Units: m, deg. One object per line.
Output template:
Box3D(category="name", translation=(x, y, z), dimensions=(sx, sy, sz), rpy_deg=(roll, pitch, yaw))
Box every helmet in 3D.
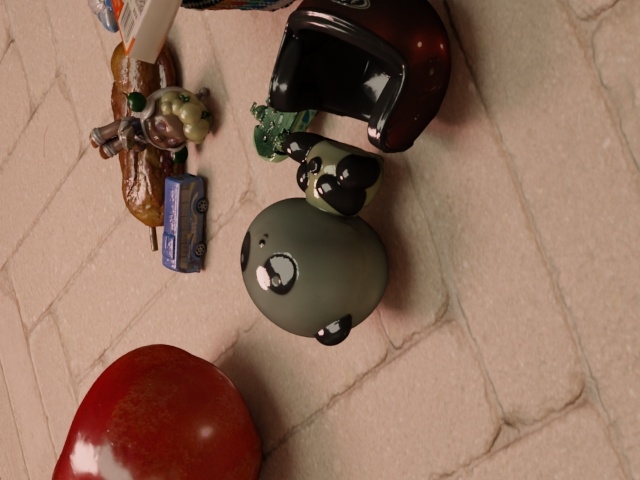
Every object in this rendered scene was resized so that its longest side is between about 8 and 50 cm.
Box3D(category="helmet", translation=(0.052, -0.203, 1.658), dimensions=(0.189, 0.193, 0.216), rpy_deg=(25, 157, 31))

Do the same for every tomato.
Box3D(category="tomato", translation=(-0.235, 0.327, 2.112), dimensions=(0.293, 0.290, 0.325), rpy_deg=(44, 131, 17))

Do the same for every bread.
Box3D(category="bread", translation=(-0.275, -0.152, 2.282), dimensions=(0.124, 0.084, 0.344), rpy_deg=(8, 103, 56))

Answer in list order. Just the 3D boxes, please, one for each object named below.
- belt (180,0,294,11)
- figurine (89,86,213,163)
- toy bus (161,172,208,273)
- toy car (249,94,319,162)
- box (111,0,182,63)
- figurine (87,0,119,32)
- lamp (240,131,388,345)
Box3D(category="belt", translation=(-0.107, -0.404, 1.913), dimensions=(0.257, 0.150, 0.207), rpy_deg=(13, 101, 59))
Box3D(category="figurine", translation=(-0.251, -0.167, 2.179), dimensions=(0.197, 0.147, 0.093), rpy_deg=(-26, 42, 14))
Box3D(category="toy bus", translation=(-0.209, -0.025, 2.222), dimensions=(0.051, 0.061, 0.153), rpy_deg=(21, 111, 49))
Box3D(category="toy car", translation=(-0.032, -0.187, 1.921), dimensions=(0.093, 0.058, 0.186), rpy_deg=(52, 124, 41))
Box3D(category="box", translation=(-0.210, -0.414, 1.903), dimensions=(0.265, 0.048, 0.273), rpy_deg=(-61, 31, 32))
Box3D(category="figurine", translation=(-0.335, -0.394, 2.357), dimensions=(0.114, 0.079, 0.114), rpy_deg=(-3, -90, -86))
Box3D(category="lamp", translation=(0.000, 0.000, 1.800), dimensions=(0.198, 0.198, 0.244), rpy_deg=(32, 112, 51))
